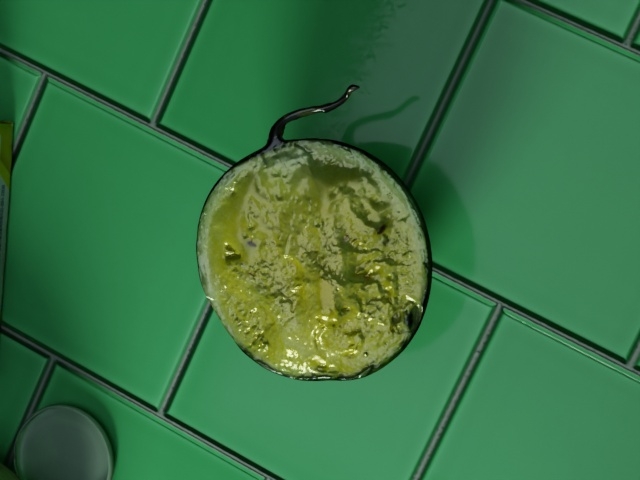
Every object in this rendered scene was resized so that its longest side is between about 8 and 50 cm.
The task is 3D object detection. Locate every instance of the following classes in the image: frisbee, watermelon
[{"bbox_3d":[-0.253,0.216,1.420,0.110,0.014,0.110,1,92,18],"label":"frisbee"},{"bbox_3d":[0.001,0.008,1.269,0.204,0.127,0.232,-25,87,17],"label":"watermelon"}]

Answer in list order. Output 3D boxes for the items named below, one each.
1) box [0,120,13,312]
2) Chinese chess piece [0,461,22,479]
[{"bbox_3d":[-0.403,0.005,1.412,0.168,0.097,0.265,8,95,16],"label":"box"},{"bbox_3d":[-0.405,0.358,1.404,0.338,0.140,0.338,1,94,20],"label":"Chinese chess piece"}]
